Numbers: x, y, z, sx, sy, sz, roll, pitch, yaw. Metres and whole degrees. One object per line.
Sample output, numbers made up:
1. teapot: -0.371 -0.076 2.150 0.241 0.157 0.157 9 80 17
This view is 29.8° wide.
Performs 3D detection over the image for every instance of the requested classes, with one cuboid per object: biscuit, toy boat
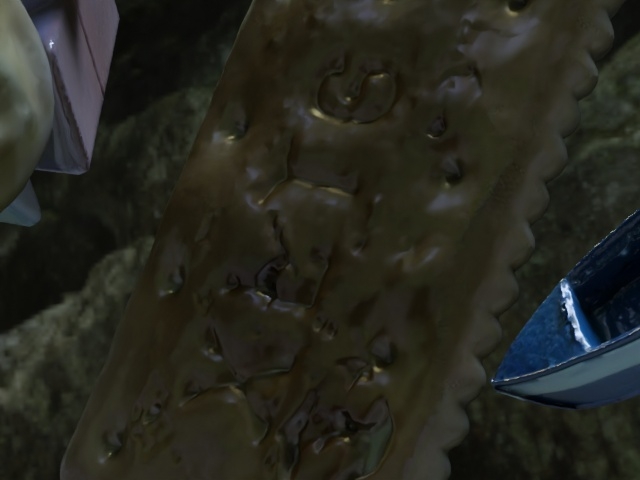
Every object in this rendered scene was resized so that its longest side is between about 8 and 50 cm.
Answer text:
1. biscuit: 0.000 0.000 0.550 0.217 0.044 0.325 16 -100 40
2. toy boat: 0.225 0.012 0.687 0.299 0.061 0.096 -40 -149 22

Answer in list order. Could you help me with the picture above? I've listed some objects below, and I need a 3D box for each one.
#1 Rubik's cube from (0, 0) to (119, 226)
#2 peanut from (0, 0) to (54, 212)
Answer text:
1. Rubik's cube: -0.314 -0.194 0.792 0.387 0.368 0.358 9 -53 28
2. peanut: -0.211 0.018 0.291 0.152 0.313 0.152 58 -1 1
